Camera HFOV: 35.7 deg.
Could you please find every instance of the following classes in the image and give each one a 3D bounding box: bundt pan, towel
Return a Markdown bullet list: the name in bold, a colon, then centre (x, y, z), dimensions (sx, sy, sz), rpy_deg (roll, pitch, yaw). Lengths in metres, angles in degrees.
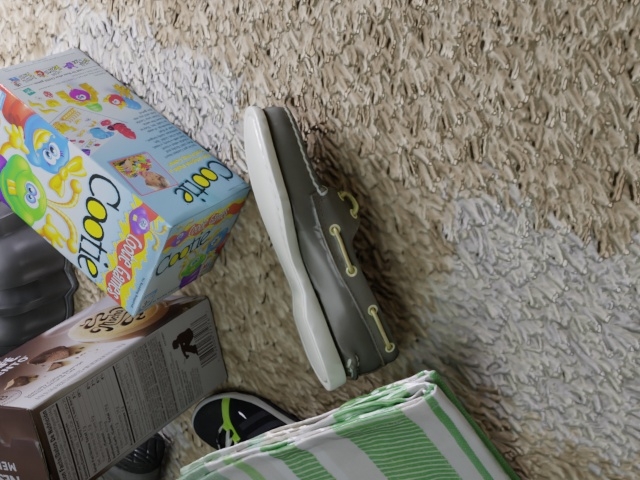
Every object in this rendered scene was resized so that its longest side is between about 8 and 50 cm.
- **bundt pan**: centre (-0.492, 0.030, 1.341), dimensions (0.331, 0.124, 0.330), rpy_deg (14, 118, 28)
- **towel**: centre (0.038, 0.271, 1.066), dimensions (0.325, 0.038, 0.248), rpy_deg (-25, 123, 23)

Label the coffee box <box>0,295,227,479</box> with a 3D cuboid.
- **coffee box**: centre (-0.269, 0.171, 1.146), dimensions (0.168, 0.297, 0.118), rpy_deg (-1, 109, 33)

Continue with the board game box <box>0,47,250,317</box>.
- **board game box**: centre (-0.243, -0.071, 1.122), dimensions (0.275, 0.144, 0.142), rpy_deg (39, 126, 14)

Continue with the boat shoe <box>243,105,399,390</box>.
- **boat shoe**: centre (-0.001, 0.000, 1.032), dimensions (0.109, 0.091, 0.304), rpy_deg (-166, 58, -76)

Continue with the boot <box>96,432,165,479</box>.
- **boot**: centre (-0.320, 0.297, 1.376), dimensions (0.247, 0.083, 0.161), rpy_deg (28, 129, 22)

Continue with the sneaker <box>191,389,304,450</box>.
- **sneaker**: centre (-0.069, 0.249, 1.178), dimensions (0.235, 0.097, 0.084), rpy_deg (14, 117, 27)
